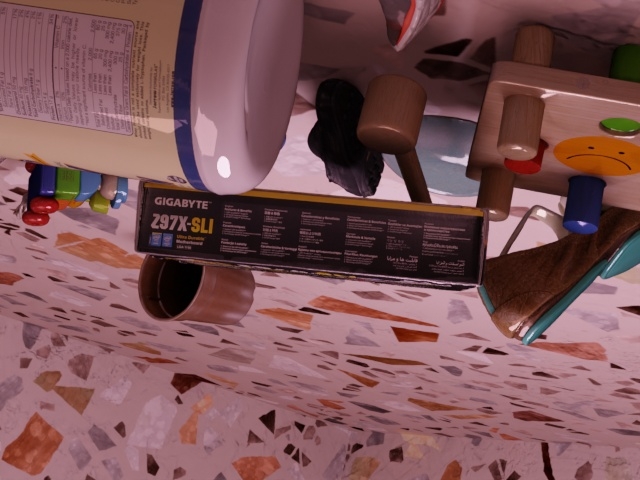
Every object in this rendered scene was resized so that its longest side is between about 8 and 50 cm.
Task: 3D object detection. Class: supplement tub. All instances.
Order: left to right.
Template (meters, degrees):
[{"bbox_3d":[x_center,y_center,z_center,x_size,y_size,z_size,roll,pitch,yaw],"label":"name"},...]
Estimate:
[{"bbox_3d":[-0.195,-0.176,0.858,0.324,0.235,0.235,10,162,10],"label":"supplement tub"}]

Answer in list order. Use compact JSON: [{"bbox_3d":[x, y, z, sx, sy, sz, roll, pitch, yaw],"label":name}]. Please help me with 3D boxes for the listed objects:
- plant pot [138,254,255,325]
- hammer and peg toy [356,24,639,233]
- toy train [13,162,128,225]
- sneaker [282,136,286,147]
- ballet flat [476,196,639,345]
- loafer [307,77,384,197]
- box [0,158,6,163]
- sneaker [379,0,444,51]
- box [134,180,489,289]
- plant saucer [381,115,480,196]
[{"bbox_3d":[-0.218,0.083,1.808,0.167,0.167,0.165,-2,164,38],"label":"plant pot"},{"bbox_3d":[0.226,-0.101,0.976,0.361,0.127,0.266,11,164,7],"label":"hammer and peg toy"},{"bbox_3d":[-0.400,-0.071,1.568,0.143,0.105,0.248,6,166,-23],"label":"toy train"},{"bbox_3d":[-0.080,-0.123,1.244,0.059,0.053,0.144,26,167,-33],"label":"sneaker"},{"bbox_3d":[0.298,0.000,1.137,0.124,0.342,0.116,49,146,20],"label":"ballet flat"},{"bbox_3d":[0.019,-0.116,1.149,0.078,0.076,0.223,13,161,17],"label":"loafer"},{"bbox_3d":[-0.323,-0.153,1.104,0.036,0.114,0.207,45,130,-12],"label":"box"},{"bbox_3d":[0.072,-0.224,0.851,0.065,0.061,0.158,38,164,9],"label":"sneaker"},{"bbox_3d":[0.000,0.000,1.007,0.322,0.079,0.257,5,175,6],"label":"box"},{"bbox_3d":[0.155,-0.091,1.201,0.195,0.037,0.195,12,162,4],"label":"plant saucer"}]
